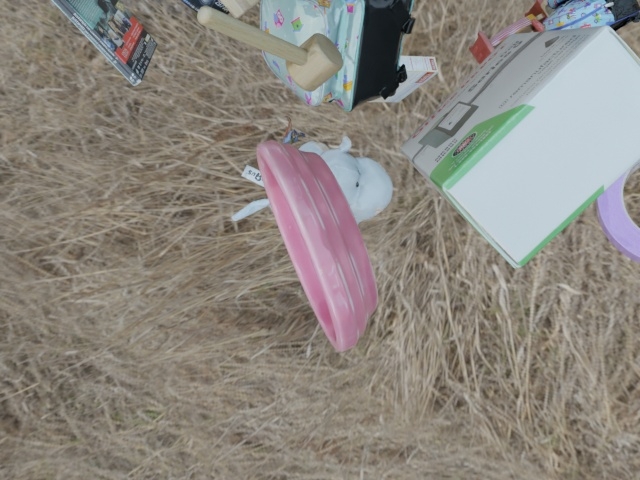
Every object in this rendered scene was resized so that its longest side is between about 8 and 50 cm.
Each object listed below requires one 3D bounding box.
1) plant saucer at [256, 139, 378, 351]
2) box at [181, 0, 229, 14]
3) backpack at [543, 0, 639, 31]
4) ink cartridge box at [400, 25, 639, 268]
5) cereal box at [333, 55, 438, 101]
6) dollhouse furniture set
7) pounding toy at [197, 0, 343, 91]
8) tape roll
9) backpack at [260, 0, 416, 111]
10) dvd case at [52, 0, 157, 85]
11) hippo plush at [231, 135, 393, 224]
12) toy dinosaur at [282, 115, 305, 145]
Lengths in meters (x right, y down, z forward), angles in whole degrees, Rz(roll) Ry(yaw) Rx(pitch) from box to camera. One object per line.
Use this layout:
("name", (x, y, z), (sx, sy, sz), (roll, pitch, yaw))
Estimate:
("plant saucer", (0.000, 0.000, 1.083), (0.084, 0.332, 0.332), (-21, 90, -7))
("box", (-0.180, -0.398, 1.179), (0.067, 0.083, 0.018), (-38, 53, 19))
("backpack", (0.517, -0.447, 1.434), (0.173, 0.158, 0.117), (-31, 105, -15))
("ink cartridge box", (0.215, -0.116, 0.798), (0.121, 0.289, 0.211), (43, 98, -12))
("cereal box", (0.132, -0.377, 1.689), (0.240, 0.173, 0.047), (-7, 79, -32))
("dollhouse furniture set", (0.536, -0.537, 1.801), (0.201, 0.374, 0.152), (-31, 85, -7))
("pounding toy", (-0.034, -0.211, 0.509), (0.094, 0.181, 0.206), (-31, 114, 25))
("tape roll", (0.684, -0.083, 1.405), (0.274, 0.090, 0.275), (-3, 82, 19))
("backpack", (0.006, -0.261, 0.875), (0.144, 0.166, 0.188), (-20, 48, -22))
("dvd case", (-0.214, -0.219, 0.716), (0.013, 0.087, 0.119), (-27, 125, 22))
("hippo plush", (0.019, -0.130, 1.459), (0.294, 0.236, 0.234), (21, 63, -22))
("toy dinosaur", (-0.067, -0.198, 1.502), (0.082, 0.047, 0.090), (-35, 72, 35))
